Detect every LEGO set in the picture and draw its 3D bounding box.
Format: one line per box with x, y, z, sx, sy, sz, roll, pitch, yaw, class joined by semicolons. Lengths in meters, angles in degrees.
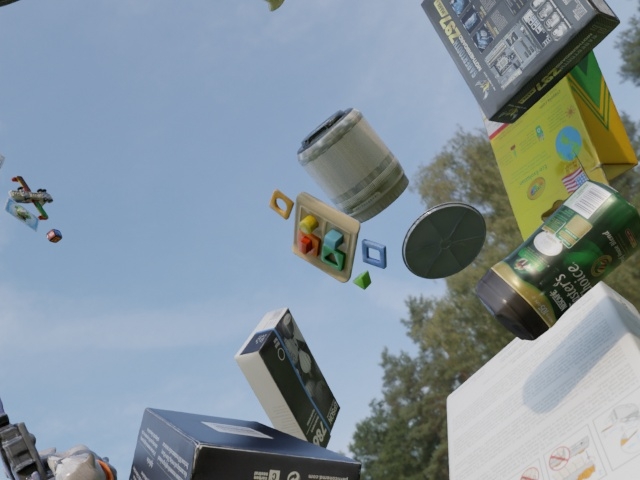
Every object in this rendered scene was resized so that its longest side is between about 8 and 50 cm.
-0.646;-0.090;1.192;0.060;0.182;0.244;-37;-53;10;LEGO set

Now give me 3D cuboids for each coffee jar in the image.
0.267;0.027;0.643;0.184;0.079;0.096;-45;-49;7;coffee jar

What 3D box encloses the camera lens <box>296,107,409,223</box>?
0.086;-0.211;1.596;0.219;0.219;0.274;-39;-78;4;camera lens

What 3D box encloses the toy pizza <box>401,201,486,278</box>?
0.273;-0.001;1.278;0.202;0.032;0.201;-8;-56;-12;toy pizza

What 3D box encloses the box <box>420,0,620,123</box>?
0.249;-0.302;0.760;0.059;0.232;0.183;-2;-31;-36;box

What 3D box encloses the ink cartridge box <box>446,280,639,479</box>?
0.293;0.248;0.702;0.091;0.385;0.308;37;-65;-8;ink cartridge box

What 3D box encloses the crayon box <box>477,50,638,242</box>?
0.372;-0.171;0.928;0.081;0.318;0.202;-4;-18;-22;crayon box

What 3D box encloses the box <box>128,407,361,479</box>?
-0.126;0.376;0.657;0.179;0.312;0.343;16;-15;-22;box

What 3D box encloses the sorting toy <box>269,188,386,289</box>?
0.000;0.000;1.390;0.047;0.348;0.195;-40;-29;-40;sorting toy

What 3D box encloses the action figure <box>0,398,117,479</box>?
-0.444;0.395;0.996;0.179;0.341;0.330;-24;-7;-34;action figure

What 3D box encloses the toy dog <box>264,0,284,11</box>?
-0.119;-0.662;1.106;0.409;0.284;0.395;7;-53;8;toy dog

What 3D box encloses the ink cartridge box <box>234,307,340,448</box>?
-0.044;0.317;1.151;0.065;0.165;0.332;-18;-72;24;ink cartridge box

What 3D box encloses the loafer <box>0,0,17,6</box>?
-0.451;-0.486;0.941;0.302;0.109;0.095;-41;1;-22;loafer
